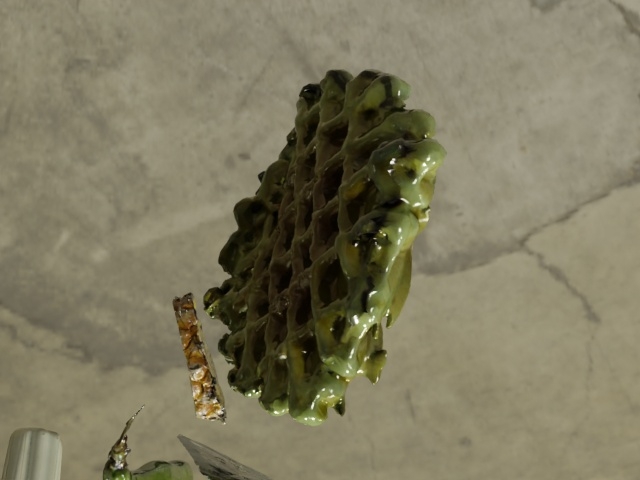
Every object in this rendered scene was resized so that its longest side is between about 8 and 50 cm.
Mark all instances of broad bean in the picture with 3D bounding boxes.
[{"bbox_3d":[-0.212,0.297,1.476,0.098,0.056,0.318,-49,163,-16],"label":"broad bean"}]

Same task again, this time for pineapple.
[{"bbox_3d":[-0.181,0.175,1.711,0.047,0.221,0.221,-16,137,-7],"label":"pineapple"}]

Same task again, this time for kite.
[{"bbox_3d":[-0.072,0.239,1.126,0.141,0.245,0.015,24,90,-10],"label":"kite"}]

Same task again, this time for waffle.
[{"bbox_3d":[0.000,0.000,1.034,0.073,0.297,0.317,18,99,-27],"label":"waffle"}]

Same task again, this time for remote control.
[{"bbox_3d":[-0.404,0.377,1.624,0.049,0.230,0.090,-13,153,33],"label":"remote control"}]
